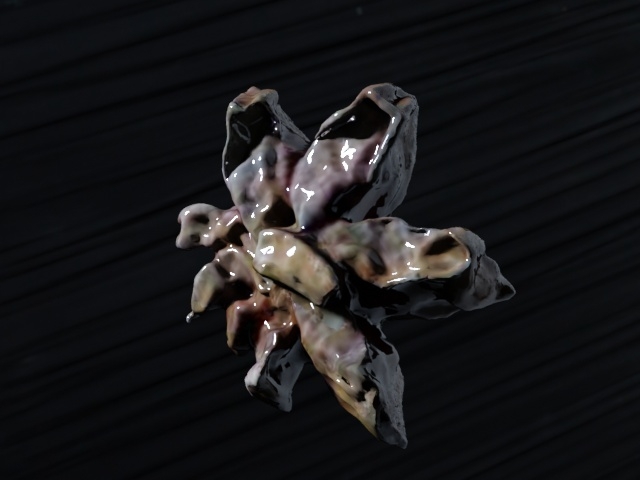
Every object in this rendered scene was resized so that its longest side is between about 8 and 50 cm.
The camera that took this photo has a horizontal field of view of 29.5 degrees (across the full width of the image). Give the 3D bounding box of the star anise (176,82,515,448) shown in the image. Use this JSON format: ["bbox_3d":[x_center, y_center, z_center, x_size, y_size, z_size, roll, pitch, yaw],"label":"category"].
[{"bbox_3d":[0.005,0.004,0.742,0.220,0.099,0.214,22,93,28],"label":"star anise"}]
